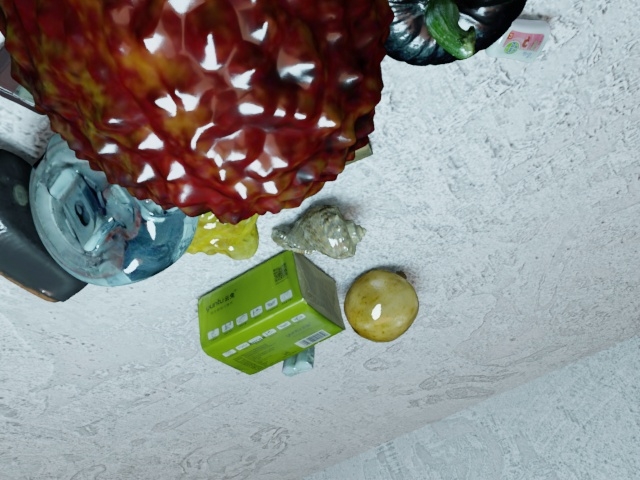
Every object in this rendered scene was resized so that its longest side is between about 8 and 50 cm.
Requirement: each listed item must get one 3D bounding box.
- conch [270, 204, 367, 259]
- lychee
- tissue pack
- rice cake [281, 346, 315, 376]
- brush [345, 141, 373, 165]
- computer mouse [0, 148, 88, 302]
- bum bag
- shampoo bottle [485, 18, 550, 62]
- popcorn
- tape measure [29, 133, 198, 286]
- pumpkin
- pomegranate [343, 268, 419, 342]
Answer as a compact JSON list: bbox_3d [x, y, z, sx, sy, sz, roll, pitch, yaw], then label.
[{"bbox_3d":[0.000,0.000,1.224,0.207,0.130,0.155,-11,132,18],"label":"conch"},{"bbox_3d":[-0.126,-0.263,0.630,0.425,0.424,0.499,-20,104,7],"label":"lychee"},{"bbox_3d":[-0.115,0.171,1.373,0.275,0.167,0.200,-28,139,18],"label":"tissue pack"},{"bbox_3d":[-0.051,0.255,1.475,0.085,0.226,0.040,-30,112,16],"label":"rice cake"},{"bbox_3d":[-0.016,-0.128,1.132,0.248,0.036,0.043,-20,147,8],"label":"brush"},{"bbox_3d":[-0.497,-0.019,0.989,0.117,0.182,0.323,-10,144,11],"label":"computer mouse"},{"bbox_3d":[-0.408,-0.252,0.855,0.159,0.026,0.109,-31,140,29],"label":"bum bag"},{"bbox_3d":[0.320,-0.333,0.975,0.099,0.043,0.072,0,140,-19],"label":"shampoo bottle"},{"bbox_3d":[-0.188,-0.045,1.044,0.226,0.200,0.203,-35,112,-13],"label":"popcorn"},{"bbox_3d":[-0.327,-0.064,0.909,0.256,0.275,0.147,-46,172,27],"label":"tape measure"},{"bbox_3d":[0.159,-0.327,0.767,0.248,0.247,0.248,-9,142,-7],"label":"pumpkin"},{"bbox_3d":[0.154,0.154,1.450,0.196,0.196,0.196,-9,142,-7],"label":"pomegranate"}]
